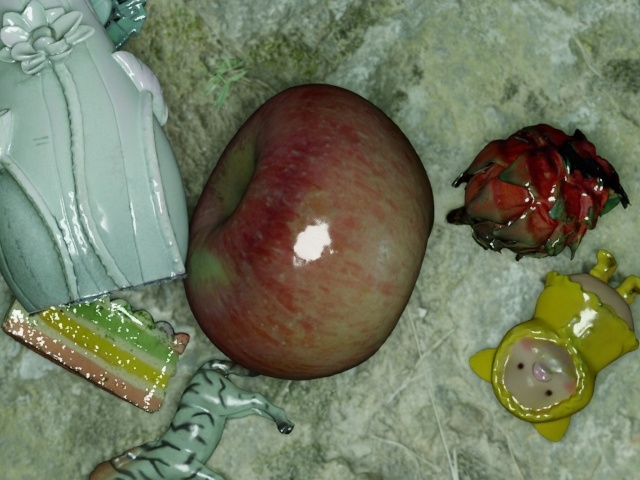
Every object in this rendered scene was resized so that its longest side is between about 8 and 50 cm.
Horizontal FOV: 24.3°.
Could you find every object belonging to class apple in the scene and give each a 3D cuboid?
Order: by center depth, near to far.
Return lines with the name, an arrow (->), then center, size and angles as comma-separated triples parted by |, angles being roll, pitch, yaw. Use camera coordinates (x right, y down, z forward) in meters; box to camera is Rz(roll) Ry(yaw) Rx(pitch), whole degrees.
apple -> 0.000, 0.000, 1.742 | 0.269, 0.345, 0.345 | 28, 77, -21

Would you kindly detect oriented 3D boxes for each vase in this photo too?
vase -> -0.296, -0.147, 1.691 | 0.250, 0.250, 0.445 | -14, 88, -7

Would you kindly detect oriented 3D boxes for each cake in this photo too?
cake -> -0.281, 0.116, 1.832 | 0.225, 0.090, 0.109 | 31, 75, -16

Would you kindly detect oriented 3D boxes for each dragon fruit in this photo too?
dragon fruit -> 0.267, -0.057, 1.838 | 0.188, 0.182, 0.182 | -42, 84, -10

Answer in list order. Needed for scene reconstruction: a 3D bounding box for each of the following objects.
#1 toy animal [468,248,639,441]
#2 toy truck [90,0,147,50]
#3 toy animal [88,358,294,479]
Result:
toy animal -> 0.304, 0.122, 1.826 | 0.156, 0.156, 0.230 | 42, 90, 5
toy truck -> -0.370, -0.237, 1.856 | 0.338, 0.133, 0.184 | -43, 94, -8
toy animal -> -0.144, 0.266, 1.788 | 0.255, 0.090, 0.170 | -43, 81, -14
